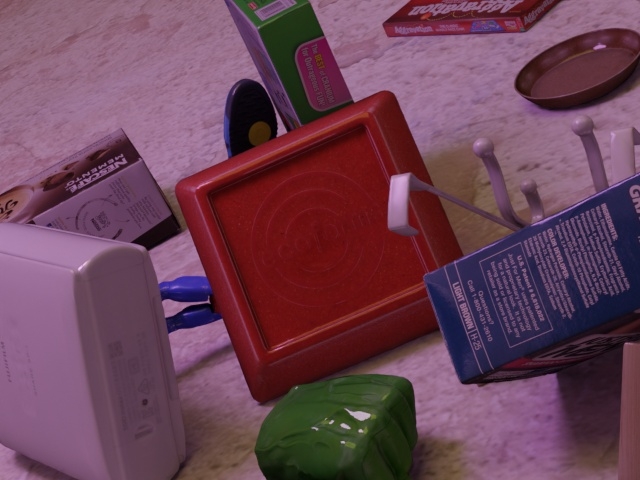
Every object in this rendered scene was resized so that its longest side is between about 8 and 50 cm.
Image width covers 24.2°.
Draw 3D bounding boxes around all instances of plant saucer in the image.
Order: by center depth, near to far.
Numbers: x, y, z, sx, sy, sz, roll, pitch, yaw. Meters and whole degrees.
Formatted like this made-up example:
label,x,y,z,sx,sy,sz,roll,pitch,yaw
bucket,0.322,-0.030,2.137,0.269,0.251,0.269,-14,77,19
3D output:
label,x,y,z,sx,sy,sz,roll,pitch,yaw
plant saucer,0.000,0.000,1.536,0.258,0.259,0.048,-23,-16,6
plant saucer,0.325,-0.211,1.860,0.168,0.029,0.168,-22,26,11

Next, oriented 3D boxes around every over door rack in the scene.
label,x,y,z,sx,sy,sz,roll,pitch,yaw
over door rack,0.240,-0.070,1.424,0.239,0.108,0.324,-11,-6,31

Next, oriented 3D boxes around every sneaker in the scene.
label,x,y,z,sx,sy,sz,roll,pitch,yaw
sneaker,-0.091,-0.106,1.841,0.069,0.209,0.082,-23,32,-21

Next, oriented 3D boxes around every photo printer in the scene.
label,x,y,z,sx,sy,sz,roll,pitch,yaw
photo printer,-0.275,0.111,1.560,0.107,0.256,0.307,-19,18,-36

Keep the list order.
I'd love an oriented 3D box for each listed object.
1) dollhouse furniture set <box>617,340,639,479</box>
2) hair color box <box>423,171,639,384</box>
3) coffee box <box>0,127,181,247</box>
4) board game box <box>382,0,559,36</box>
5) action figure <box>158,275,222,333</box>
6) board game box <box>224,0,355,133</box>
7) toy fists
label,x,y,z,sx,sy,sz,roll,pitch,yaw
dollhouse furniture set,0.317,0.121,1.109,0.151,0.144,0.123,1,2,-44
hair color box,0.277,0.011,1.221,0.347,0.105,0.174,-28,-17,34
coffee box,-0.357,-0.016,2.023,0.297,0.119,0.168,-29,24,-5
board game box,0.234,-0.352,2.213,0.281,0.027,0.145,7,42,49
action figure,-0.119,0.051,1.681,0.280,0.091,0.139,-8,21,4
board game box,-0.006,-0.147,1.715,0.064,0.316,0.242,-27,26,-3
toy fists,-0.010,0.223,1.285,0.142,0.096,0.279,-13,28,47
